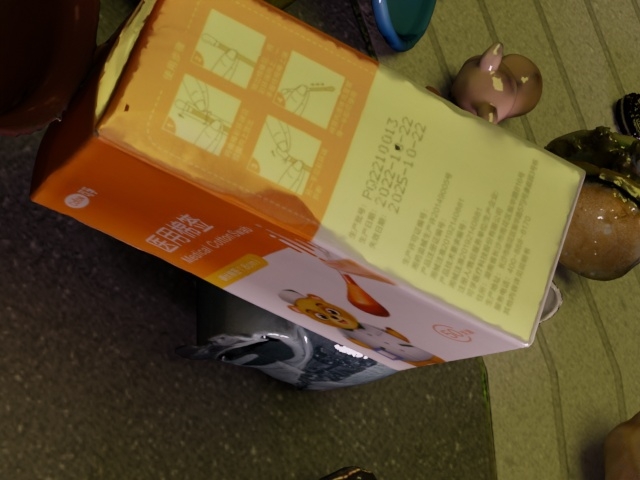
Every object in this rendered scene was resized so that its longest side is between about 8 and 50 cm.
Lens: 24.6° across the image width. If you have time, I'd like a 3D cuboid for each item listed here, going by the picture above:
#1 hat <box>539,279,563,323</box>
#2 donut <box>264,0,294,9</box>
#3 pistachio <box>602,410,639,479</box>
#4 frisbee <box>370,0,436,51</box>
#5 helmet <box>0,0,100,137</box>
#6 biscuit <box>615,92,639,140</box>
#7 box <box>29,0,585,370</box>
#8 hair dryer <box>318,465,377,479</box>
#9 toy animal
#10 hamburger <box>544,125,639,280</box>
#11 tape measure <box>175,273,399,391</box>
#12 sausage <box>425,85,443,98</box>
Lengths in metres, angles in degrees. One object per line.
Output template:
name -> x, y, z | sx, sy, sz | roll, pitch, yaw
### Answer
hat -> 0.186, 0.004, 1.472 | 0.081, 0.122, 0.166 | -26, 64, -35
donut -> -0.083, -0.306, 1.369 | 0.261, 0.128, 0.208 | -36, 95, -47
pistachio -> 0.382, 0.272, 1.508 | 0.229, 0.157, 0.157 | 58, 43, -18
frisbee -> 0.081, -0.318, 1.524 | 0.242, 0.045, 0.242 | 7, 90, -69
helmet -> -0.342, -0.144, 0.956 | 0.337, 0.230, 0.385 | 22, 37, -38
biscuit -> 0.403, -0.144, 1.817 | 0.089, 0.027, 0.087 | -22, 86, -46
box -> -0.019, -0.041, 1.059 | 0.341, 0.225, 0.143 | 25, 72, -16
hair dryer -> 0.062, 0.341, 1.204 | 0.203, 0.128, 0.362 | 0, 62, -42
toy animal -> 0.195, -0.168, 1.596 | 0.150, 0.089, 0.083 | -24, 84, -56
hamburger -> 0.306, -0.054, 1.580 | 0.159, 0.185, 0.131 | 35, 51, -5
tape measure -> 0.000, 0.000, 1.283 | 0.275, 0.147, 0.256 | 11, 68, -35
sausage -> 0.155, -0.101, 1.556 | 0.158, 0.042, 0.036 | 41, 8, -19
